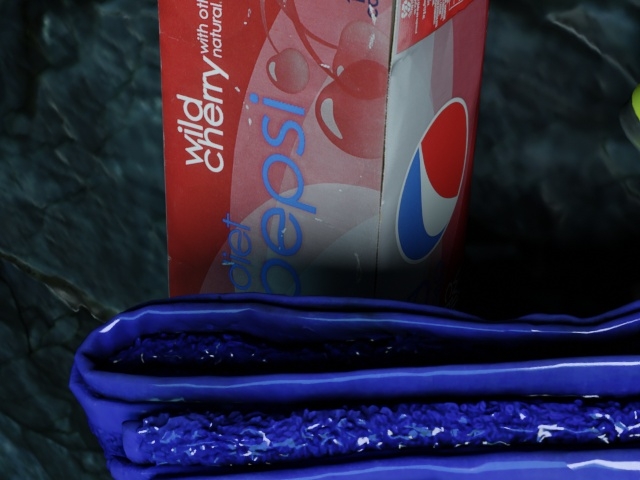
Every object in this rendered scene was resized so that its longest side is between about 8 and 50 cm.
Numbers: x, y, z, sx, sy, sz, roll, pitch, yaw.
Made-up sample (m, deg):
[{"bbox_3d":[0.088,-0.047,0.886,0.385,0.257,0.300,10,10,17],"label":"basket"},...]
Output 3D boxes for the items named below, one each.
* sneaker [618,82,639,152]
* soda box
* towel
[{"bbox_3d":[0.224,-0.028,0.302,0.299,0.111,0.121,21,124,21],"label":"sneaker"},{"bbox_3d":[0.000,0.000,0.486,0.092,0.083,0.263,19,125,24],"label":"soda box"},{"bbox_3d":[0.072,0.132,0.426,0.227,0.076,0.308,-3,138,18],"label":"towel"}]
